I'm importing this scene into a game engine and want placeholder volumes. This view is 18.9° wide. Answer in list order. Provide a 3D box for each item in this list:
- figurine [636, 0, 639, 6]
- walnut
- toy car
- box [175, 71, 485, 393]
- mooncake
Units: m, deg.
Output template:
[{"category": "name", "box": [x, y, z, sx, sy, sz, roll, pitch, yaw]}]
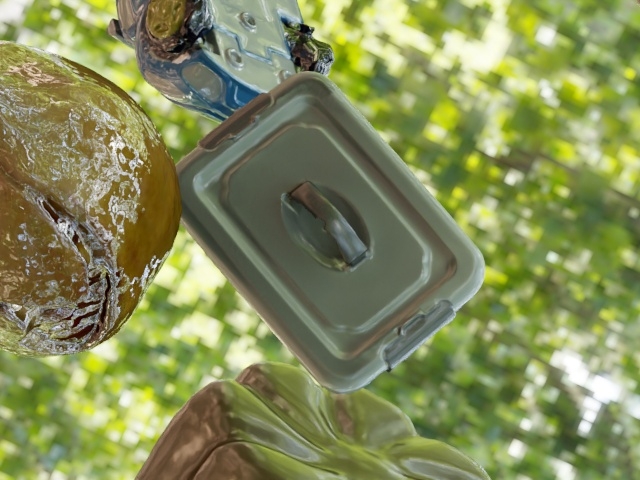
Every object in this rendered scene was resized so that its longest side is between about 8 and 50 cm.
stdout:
[{"category": "figurine", "box": [0.261, -0.213, 1.433, 0.083, 0.047, 0.050, 131, -39, -51]}, {"category": "walnut", "box": [-0.201, -0.037, 1.300, 0.298, 0.203, 0.203, 72, 37, -61]}, {"category": "toy car", "box": [-0.117, -0.219, 1.812, 0.166, 0.198, 0.314, -38, -126, 33]}, {"category": "box", "box": [0.000, 0.000, 1.477, 0.162, 0.227, 0.130, -39, 173, -13]}, {"category": "mooncake", "box": [0.010, 0.278, 1.812, 0.378, 0.378, 0.200, -84, -164, -73]}]
